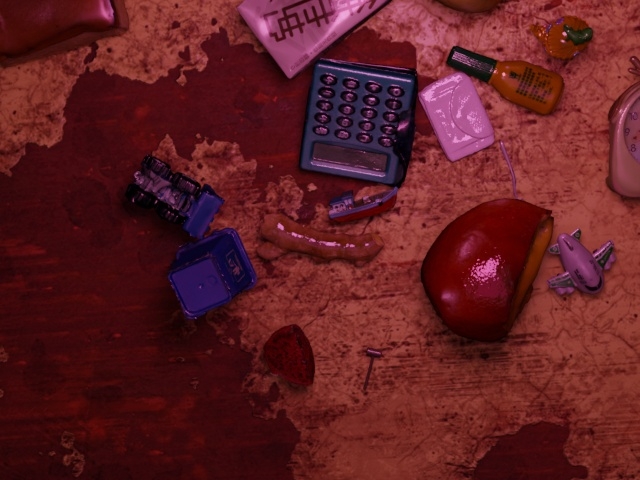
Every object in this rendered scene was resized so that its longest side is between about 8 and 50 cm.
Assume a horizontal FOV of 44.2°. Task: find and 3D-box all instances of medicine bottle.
[{"bbox_3d":[0.405,-0.362,1.738,0.260,0.064,0.095,22,93,-1],"label":"medicine bottle"}]

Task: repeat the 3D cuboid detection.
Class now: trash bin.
[{"bbox_3d":[-0.258,0.082,1.777,0.184,0.234,0.163,-24,99,7],"label":"trash bin"}]

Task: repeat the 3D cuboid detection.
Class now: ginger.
[{"bbox_3d":[0.000,0.002,1.832,0.298,0.065,0.118,6,116,4],"label":"ginger"}]

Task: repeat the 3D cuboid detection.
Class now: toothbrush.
[{"bbox_3d":[0.435,-0.150,1.802,0.017,0.014,0.162,-19,99,21],"label":"toothbrush"}]

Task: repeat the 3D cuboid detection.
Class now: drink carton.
[{"bbox_3d":[0.005,-0.524,1.703,0.324,0.132,0.194,-37,96,11],"label":"drink carton"}]

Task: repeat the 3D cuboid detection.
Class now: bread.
[{"bbox_3d":[-0.613,-0.577,1.726,0.333,0.143,0.324,-15,98,7],"label":"bread"}]

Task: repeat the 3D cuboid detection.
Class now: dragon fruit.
[{"bbox_3d":[-0.077,0.266,1.885,0.106,0.083,0.162,-14,109,19],"label":"dragon fruit"}]

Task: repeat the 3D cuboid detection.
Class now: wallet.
[{"bbox_3d":[0.309,-0.280,1.777,0.124,0.032,0.183,-25,99,10],"label":"wallet"}]

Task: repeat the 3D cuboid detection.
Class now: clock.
[{"bbox_3d":[0.742,-0.252,1.721,0.235,0.096,0.308,-5,100,6],"label":"clock"}]

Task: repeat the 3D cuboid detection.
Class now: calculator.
[{"bbox_3d":[0.087,-0.259,1.752,0.248,0.058,0.274,10,116,1],"label":"calculator"}]

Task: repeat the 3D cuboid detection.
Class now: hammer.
[{"bbox_3d":[0.119,0.312,1.909,0.035,0.019,0.110,14,106,1],"label":"hammer"}]

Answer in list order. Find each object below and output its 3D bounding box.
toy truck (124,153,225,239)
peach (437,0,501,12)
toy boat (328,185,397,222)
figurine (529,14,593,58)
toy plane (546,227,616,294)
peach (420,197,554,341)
[{"bbox_3d":[-0.329,-0.100,1.804,0.208,0.126,0.113,32,96,-2],"label":"toy truck"},{"bbox_3d":[0.298,-0.631,1.576,0.281,0.314,0.316,-30,78,29],"label":"peach"},{"bbox_3d":[0.096,-0.087,1.807,0.172,0.069,0.059,-13,108,11],"label":"toy boat"},{"bbox_3d":[0.507,-0.436,1.671,0.115,0.156,0.095,22,101,-3],"label":"figurine"},{"bbox_3d":[0.590,0.054,1.794,0.174,0.080,0.174,-1,109,-4],"label":"toy plane"},{"bbox_3d":[0.389,0.058,1.725,0.338,0.281,0.281,-30,97,-1],"label":"peach"}]
